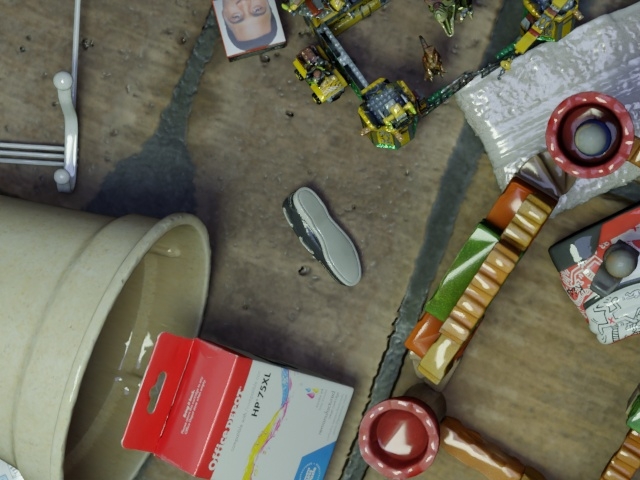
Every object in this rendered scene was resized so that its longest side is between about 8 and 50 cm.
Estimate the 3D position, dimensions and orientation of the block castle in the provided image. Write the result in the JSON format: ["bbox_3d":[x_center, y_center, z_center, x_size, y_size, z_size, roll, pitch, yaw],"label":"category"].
[{"bbox_3d":[0.265,0.098,1.348,0.303,0.213,0.453,33,104,9],"label":"block castle"}]

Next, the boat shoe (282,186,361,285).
[{"bbox_3d":[0.000,0.000,1.501,0.046,0.038,0.125,-38,95,-43],"label":"boat shoe"}]

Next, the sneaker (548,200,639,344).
[{"bbox_3d":[0.403,0.014,1.476,0.270,0.090,0.145,-26,89,3],"label":"sneaker"}]

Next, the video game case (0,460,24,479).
[{"bbox_3d":[-0.385,0.332,1.499,0.157,0.019,0.143,-21,88,-1],"label":"video game case"}]

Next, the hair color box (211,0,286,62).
[{"bbox_3d":[-0.090,-0.282,1.509,0.072,0.043,0.141,-16,89,-1],"label":"hair color box"}]

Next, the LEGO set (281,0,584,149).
[{"bbox_3d":[0.115,-0.269,1.412,0.331,0.192,0.255,-27,75,0],"label":"LEGO set"}]

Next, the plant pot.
[{"bbox_3d":[-0.321,0.083,1.384,0.305,0.334,0.334,19,88,13],"label":"plant pot"}]

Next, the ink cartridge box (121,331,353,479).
[{"bbox_3d":[-0.085,0.187,1.407,0.231,0.078,0.134,20,88,-44],"label":"ink cartridge box"}]

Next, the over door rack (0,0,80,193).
[{"bbox_3d":[-0.383,-0.223,1.476,0.239,0.108,0.324,4,88,0],"label":"over door rack"}]

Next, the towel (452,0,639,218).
[{"bbox_3d":[0.314,-0.148,1.501,0.282,0.049,0.187,-25,87,-1],"label":"towel"}]
